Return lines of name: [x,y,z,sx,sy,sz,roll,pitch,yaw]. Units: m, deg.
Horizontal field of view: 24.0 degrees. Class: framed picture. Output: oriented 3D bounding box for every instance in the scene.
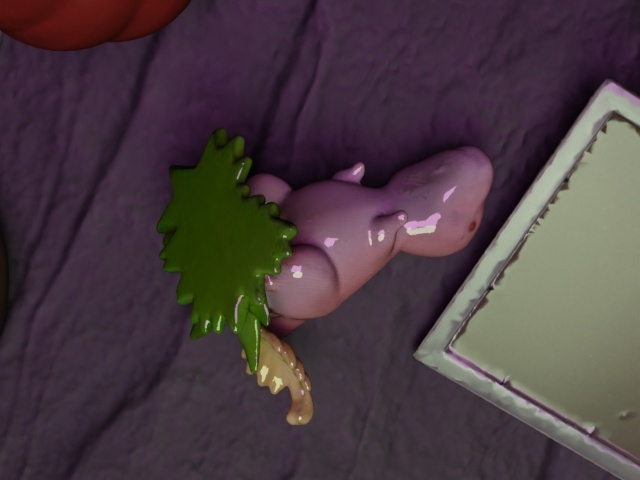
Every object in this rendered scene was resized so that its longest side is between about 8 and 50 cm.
framed picture: [0.242,0.059,0.970,0.293,0.018,0.231,31,111,-6]

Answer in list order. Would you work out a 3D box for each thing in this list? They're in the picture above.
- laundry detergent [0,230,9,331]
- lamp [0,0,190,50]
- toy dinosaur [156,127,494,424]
laundry detergent: [-0.301,-0.006,0.953,0.171,0.076,0.237,-29,98,5]
lamp: [-0.143,-0.221,0.845,0.227,0.227,0.227,0,102,0]
toy dinosaur: [-0.004,-0.003,0.945,0.177,0.152,0.194,14,116,-42]
